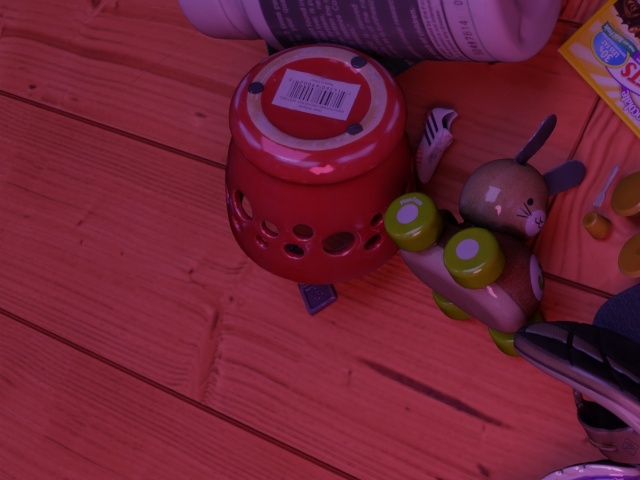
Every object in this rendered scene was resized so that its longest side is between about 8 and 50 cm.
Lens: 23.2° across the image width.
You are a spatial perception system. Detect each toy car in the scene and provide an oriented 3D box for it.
[{"bbox_3d":[0.177,-0.019,1.436,0.149,0.155,0.188,33,77,39],"label":"toy car"}]

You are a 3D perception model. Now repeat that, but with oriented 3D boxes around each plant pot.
[{"bbox_3d":[-0.002,-0.079,1.514,0.191,0.174,0.191,-2,54,2],"label":"plant pot"}]

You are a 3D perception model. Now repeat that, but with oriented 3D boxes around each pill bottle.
[{"bbox_3d":[0.044,-0.281,1.544,0.361,0.204,0.204,5,72,30],"label":"pill bottle"}]

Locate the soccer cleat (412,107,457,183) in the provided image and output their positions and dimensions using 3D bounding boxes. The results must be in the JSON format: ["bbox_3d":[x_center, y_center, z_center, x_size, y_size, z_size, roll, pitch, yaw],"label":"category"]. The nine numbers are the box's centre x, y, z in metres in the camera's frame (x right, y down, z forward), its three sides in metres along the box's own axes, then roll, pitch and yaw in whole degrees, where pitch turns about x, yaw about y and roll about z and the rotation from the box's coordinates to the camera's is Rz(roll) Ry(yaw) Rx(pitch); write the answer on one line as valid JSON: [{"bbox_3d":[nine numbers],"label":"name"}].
[{"bbox_3d":[0.116,-0.097,1.579,0.035,0.029,0.083,-1,64,38],"label":"soccer cleat"}]

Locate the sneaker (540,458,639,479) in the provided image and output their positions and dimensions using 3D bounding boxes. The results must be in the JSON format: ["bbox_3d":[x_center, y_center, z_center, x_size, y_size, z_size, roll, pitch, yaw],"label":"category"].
[{"bbox_3d":[0.212,0.237,1.352,0.170,0.068,0.071,-31,70,30],"label":"sneaker"}]

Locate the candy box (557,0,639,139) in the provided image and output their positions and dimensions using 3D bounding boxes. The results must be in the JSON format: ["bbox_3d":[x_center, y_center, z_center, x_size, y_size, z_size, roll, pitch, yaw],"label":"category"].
[{"bbox_3d":[0.319,-0.151,1.466,0.105,0.027,0.206,-46,51,14],"label":"candy box"}]

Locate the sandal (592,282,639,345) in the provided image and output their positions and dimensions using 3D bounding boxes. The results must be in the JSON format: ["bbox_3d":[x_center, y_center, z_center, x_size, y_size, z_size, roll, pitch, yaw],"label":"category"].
[{"bbox_3d":[0.354,0.047,1.344,0.254,0.054,0.097,-23,51,36],"label":"sandal"}]

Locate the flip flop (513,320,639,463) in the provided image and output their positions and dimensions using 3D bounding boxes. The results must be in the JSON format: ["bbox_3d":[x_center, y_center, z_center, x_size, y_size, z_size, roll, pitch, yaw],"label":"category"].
[{"bbox_3d":[0.272,0.155,1.299,0.277,0.112,0.080,34,116,21],"label":"flip flop"}]

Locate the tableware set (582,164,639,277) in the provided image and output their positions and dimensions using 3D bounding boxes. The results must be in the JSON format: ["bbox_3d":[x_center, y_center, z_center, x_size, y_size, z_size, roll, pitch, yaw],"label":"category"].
[{"bbox_3d":[0.295,-0.010,1.395,0.154,0.024,0.104,19,76,56],"label":"tableware set"}]

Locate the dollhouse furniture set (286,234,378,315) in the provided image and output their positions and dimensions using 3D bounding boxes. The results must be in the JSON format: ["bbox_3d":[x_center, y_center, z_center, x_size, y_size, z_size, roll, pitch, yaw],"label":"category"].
[{"bbox_3d":[0.000,0.000,1.579,0.114,0.081,0.091,-34,54,18],"label":"dollhouse furniture set"}]

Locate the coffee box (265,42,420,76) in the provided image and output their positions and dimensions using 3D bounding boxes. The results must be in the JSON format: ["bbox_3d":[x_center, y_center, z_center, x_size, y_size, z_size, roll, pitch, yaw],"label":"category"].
[{"bbox_3d":[0.033,-0.211,1.678,0.184,0.040,0.113,-29,56,20],"label":"coffee box"}]
